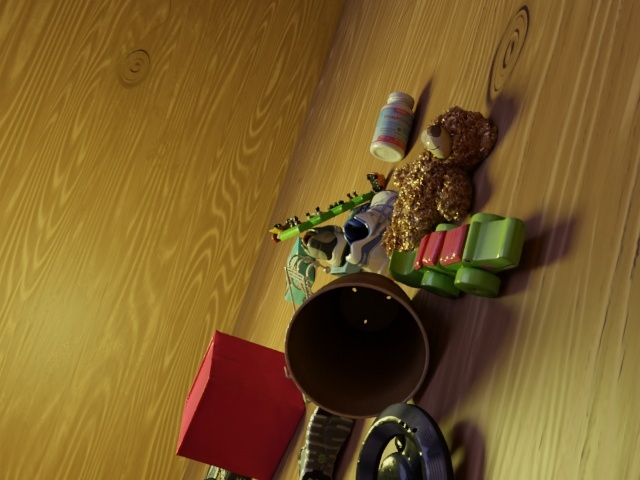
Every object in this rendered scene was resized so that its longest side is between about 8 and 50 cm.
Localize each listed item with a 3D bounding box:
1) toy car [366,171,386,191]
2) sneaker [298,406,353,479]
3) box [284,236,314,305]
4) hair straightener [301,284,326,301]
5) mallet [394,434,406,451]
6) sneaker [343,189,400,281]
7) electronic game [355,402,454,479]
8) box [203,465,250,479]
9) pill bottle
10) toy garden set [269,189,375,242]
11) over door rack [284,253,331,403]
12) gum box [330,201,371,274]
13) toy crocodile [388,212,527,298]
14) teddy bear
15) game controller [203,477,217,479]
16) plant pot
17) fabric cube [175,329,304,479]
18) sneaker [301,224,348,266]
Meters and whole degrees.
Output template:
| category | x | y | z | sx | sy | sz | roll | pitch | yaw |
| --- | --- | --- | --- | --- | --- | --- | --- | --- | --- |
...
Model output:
| category | x | y | z | sx | sy | sz | roll | pitch | yaw |
| --- | --- | --- | --- | --- | --- | --- | --- | --- | --- |
| toy car | 0.131 | -0.145 | 1.946 | 0.040 | 0.060 | 0.122 | -40 | 5 | -27 |
| sneaker | -0.003 | 0.407 | 1.538 | 0.132 | 0.086 | 0.229 | 179 | 110 | -80 |
| box | -0.066 | 0.095 | 2.414 | 0.244 | 0.060 | 0.100 | -90 | 23 | -61 |
| hair straightener | -0.004 | 0.157 | 2.054 | 0.230 | 0.047 | 0.089 | 145 | 143 | -70 |
| mallet | 0.118 | 0.388 | 1.149 | 0.062 | 0.039 | 0.190 | -161 | 87 | -76 |
| sneaker | 0.117 | -0.037 | 1.635 | 0.296 | 0.131 | 0.112 | -86 | 18 | -58 |
| electronic game | 0.116 | 0.350 | 1.080 | 0.229 | 0.048 | 0.229 | -34 | 51 | 56 |
| box | -0.281 | 0.710 | 2.297 | 0.307 | 0.076 | 0.242 | -137 | 68 | -77 |
| pill bottle | 0.182 | -0.281 | 1.857 | 0.087 | 0.087 | 0.160 | 141 | 147 | -68 |
| toy garden set | -0.009 | -0.068 | 1.946 | 0.244 | 0.049 | 0.204 | -26 | 3 | -29 |
| over door rack | -0.016 | 0.205 | 1.841 | 0.239 | 0.108 | 0.324 | -163 | 73 | -76 |
| gum box | 0.087 | 0.003 | 1.921 | 0.157 | 0.041 | 0.184 | 162 | 127 | -76 |
| toy crocodile | 0.209 | 0.022 | 1.169 | 0.340 | 0.105 | 0.115 | 157 | 132 | -74 |
| teddy bear | 0.197 | -0.091 | 1.408 | 0.245 | 0.113 | 0.338 | -87 | 21 | -50 |
| game controller | -0.284 | 0.780 | 2.057 | 0.166 | 0.067 | 0.319 | -58 | 31 | -6 |
| plant pot | 0.074 | 0.151 | 1.341 | 0.254 | 0.237 | 0.237 | -61 | -5 | -74 |
| fabric cube | -0.210 | 0.436 | 1.999 | 0.259 | 0.258 | 0.254 | -97 | 29 | -67 |
| sneaker | 0.000 | 0.000 | 1.957 | 0.271 | 0.108 | 0.100 | -152 | 80 | -81 |
